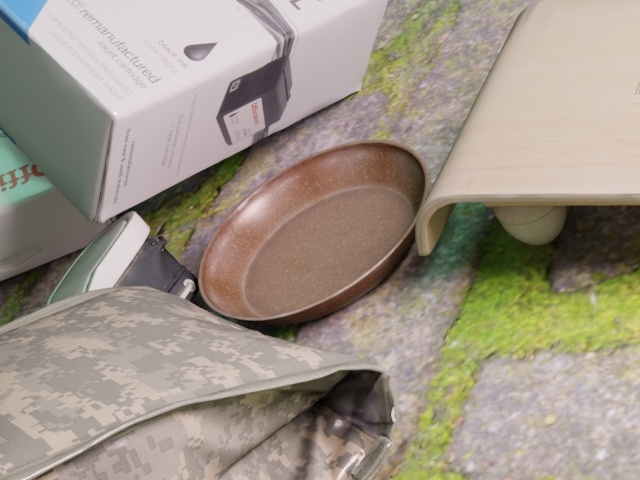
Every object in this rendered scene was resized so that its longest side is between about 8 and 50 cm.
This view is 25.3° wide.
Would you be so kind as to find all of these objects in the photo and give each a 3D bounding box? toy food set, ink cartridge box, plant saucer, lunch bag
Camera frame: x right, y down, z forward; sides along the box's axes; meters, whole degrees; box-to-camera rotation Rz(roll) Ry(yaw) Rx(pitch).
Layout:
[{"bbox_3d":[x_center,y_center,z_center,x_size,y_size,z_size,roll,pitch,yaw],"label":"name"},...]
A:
[{"bbox_3d":[0.232,-0.070,0.953,0.306,0.092,0.219,1,44,31],"label":"toy food set"},{"bbox_3d":[-0.129,-0.182,1.188,0.307,0.129,0.223,-31,64,-36],"label":"ink cartridge box"},{"bbox_3d":[-0.326,-0.106,1.307,0.198,0.115,0.272,-22,66,0],"label":"ink cartridge box"},{"bbox_3d":[0.000,0.000,1.093,0.199,0.036,0.198,-23,32,16],"label":"plant saucer"},{"bbox_3d":[-0.121,0.132,0.886,0.287,0.168,0.235,-22,23,-36],"label":"lunch bag"}]

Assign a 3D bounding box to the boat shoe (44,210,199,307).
[{"bbox_3d":[-0.187,0.110,1.054,0.114,0.091,0.302,-22,29,54],"label":"boat shoe"}]
